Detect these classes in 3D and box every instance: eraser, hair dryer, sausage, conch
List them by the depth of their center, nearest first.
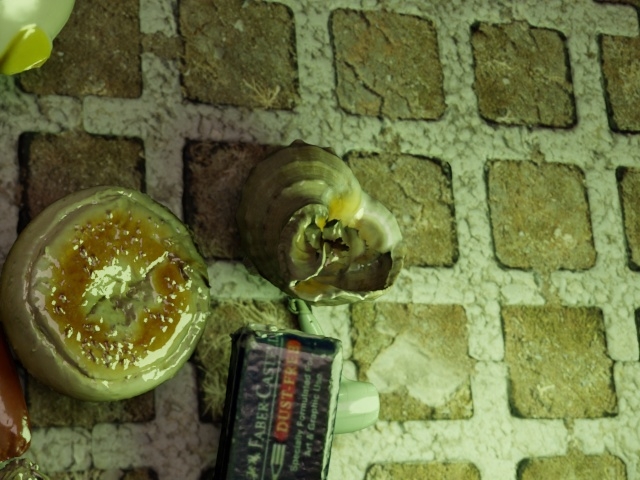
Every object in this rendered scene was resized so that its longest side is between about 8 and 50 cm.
[{"bbox_3d":[-0.464,0.140,1.810,0.102,0.102,0.330,-14,77,-23],"label":"sausage"},{"bbox_3d":[-0.065,0.284,1.860,0.155,0.101,0.332,8,86,-9],"label":"eraser"},{"bbox_3d":[-0.004,0.006,1.970,0.263,0.186,0.324,24,42,-11],"label":"conch"},{"bbox_3d":[-0.036,0.178,1.984,0.206,0.075,0.237,-8,68,-16],"label":"hair dryer"}]

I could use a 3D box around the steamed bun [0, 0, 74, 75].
[{"bbox_3d":[-0.516,-0.387,1.847,0.374,0.334,0.334,2,72,-14],"label":"steamed bun"}]

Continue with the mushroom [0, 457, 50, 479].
[{"bbox_3d":[-0.458,0.453,1.696,0.177,0.126,0.397,29,64,-31],"label":"mushroom"}]

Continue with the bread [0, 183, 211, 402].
[{"bbox_3d":[-0.296,0.077,1.849,0.305,0.159,0.306,10,70,-29],"label":"bread"}]
